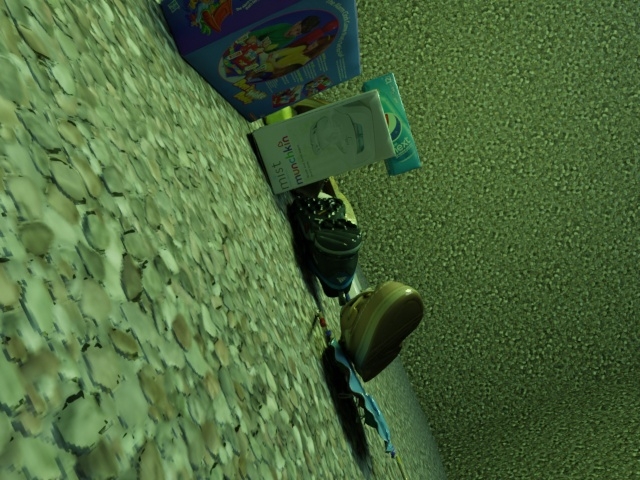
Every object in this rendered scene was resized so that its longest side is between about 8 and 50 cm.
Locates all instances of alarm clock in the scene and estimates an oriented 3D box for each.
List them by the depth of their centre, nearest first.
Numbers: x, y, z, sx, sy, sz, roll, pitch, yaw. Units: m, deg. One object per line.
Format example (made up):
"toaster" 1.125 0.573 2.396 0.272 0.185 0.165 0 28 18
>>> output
"alarm clock" -0.003 -0.175 1.176 0.064 0.192 0.129 22 9 0

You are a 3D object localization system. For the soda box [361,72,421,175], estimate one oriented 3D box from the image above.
"soda box" 0.154 -0.251 1.082 0.071 0.067 0.210 -93 164 -82

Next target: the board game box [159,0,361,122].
"board game box" -0.061 -0.304 0.765 0.347 0.233 0.078 4 64 -84

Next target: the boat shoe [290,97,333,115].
"boat shoe" -0.032 -0.298 1.272 0.342 0.123 0.123 23 -73 60

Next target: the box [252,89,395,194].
"box" 0.005 -0.199 0.970 0.262 0.231 0.126 -93 164 -76

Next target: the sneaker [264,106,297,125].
"sneaker" -0.123 -0.337 1.194 0.094 0.081 0.208 43 19 -49

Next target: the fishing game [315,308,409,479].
"fishing game" 0.051 0.227 0.721 0.264 0.041 0.189 62 -2 0

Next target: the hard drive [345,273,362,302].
"hard drive" 0.079 0.098 1.477 0.210 0.040 0.318 57 11 -62

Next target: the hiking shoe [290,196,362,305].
"hiking shoe" 0.000 0.000 0.951 0.304 0.113 0.132 -107 -161 -68

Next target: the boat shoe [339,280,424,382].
"boat shoe" 0.076 0.141 0.807 0.110 0.122 0.341 49 -20 22

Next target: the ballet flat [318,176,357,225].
"ballet flat" -0.002 -0.116 1.301 0.123 0.123 0.348 60 9 -51
